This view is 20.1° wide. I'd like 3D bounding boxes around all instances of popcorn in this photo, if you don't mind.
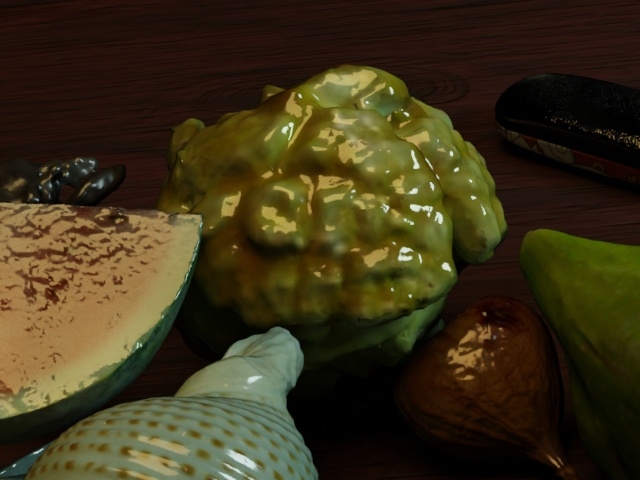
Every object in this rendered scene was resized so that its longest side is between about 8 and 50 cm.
[{"bbox_3d":[-0.009,0.003,1.565,0.335,0.274,0.279,-24,9,14],"label":"popcorn"}]

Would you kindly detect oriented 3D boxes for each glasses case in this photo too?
[{"bbox_3d":[0.303,-0.113,1.859,0.266,0.067,0.103,20,43,35],"label":"glasses case"}]

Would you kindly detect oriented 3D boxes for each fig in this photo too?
[{"bbox_3d":[0.262,0.077,1.443,0.206,0.206,0.275,-32,66,-29],"label":"fig"},{"bbox_3d":[0.168,0.143,1.509,0.201,0.134,0.146,38,83,21],"label":"fig"}]

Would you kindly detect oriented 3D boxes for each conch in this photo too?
[{"bbox_3d":[-0.119,0.216,1.363,0.303,0.215,0.319,-16,6,44],"label":"conch"}]

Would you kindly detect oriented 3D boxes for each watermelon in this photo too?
[{"bbox_3d":[-0.210,0.059,1.416,0.256,0.176,0.260,-26,52,39],"label":"watermelon"}]

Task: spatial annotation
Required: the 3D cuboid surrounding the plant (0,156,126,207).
[{"bbox_3d":[-0.304,0.033,1.687,0.276,0.188,0.199,-4,32,9],"label":"plant"}]
